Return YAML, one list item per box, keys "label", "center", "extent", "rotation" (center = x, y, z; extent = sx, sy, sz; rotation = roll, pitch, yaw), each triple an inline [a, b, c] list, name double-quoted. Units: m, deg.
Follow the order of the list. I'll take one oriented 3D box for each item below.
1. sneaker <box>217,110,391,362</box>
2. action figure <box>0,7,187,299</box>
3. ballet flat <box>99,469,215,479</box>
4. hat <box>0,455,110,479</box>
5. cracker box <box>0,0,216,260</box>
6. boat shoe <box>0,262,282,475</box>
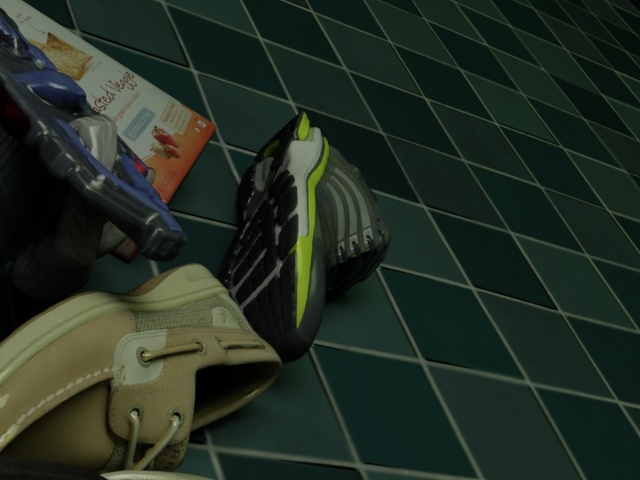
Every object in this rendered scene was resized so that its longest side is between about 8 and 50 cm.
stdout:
- label: "sneaker"
  center: [0.000, 0.000, 0.987]
  extent: [0.121, 0.111, 0.300]
  rotation: [33, 29, -15]
- label: "action figure"
  center: [-0.253, -0.060, 0.742]
  extent: [0.330, 0.178, 0.341]
  rotation: [12, 29, -44]
- label: "ballet flat"
  center: [-0.036, 0.186, 0.699]
  extent: [0.248, 0.086, 0.086]
  rotation: [28, 29, -18]
- label: "hat"
  center: [-0.093, 0.234, 0.487]
  extent: [0.331, 0.134, 0.331]
  rotation: [36, 9, -7]
- label: "cracker box"
  center: [-0.209, -0.100, 0.945]
  extent: [0.232, 0.067, 0.155]
  rotation: [32, 28, -7]
- label: "boat shoe"
  center: [-0.115, 0.094, 0.712]
  extent: [0.098, 0.109, 0.302]
  rotation: [40, 22, 11]
